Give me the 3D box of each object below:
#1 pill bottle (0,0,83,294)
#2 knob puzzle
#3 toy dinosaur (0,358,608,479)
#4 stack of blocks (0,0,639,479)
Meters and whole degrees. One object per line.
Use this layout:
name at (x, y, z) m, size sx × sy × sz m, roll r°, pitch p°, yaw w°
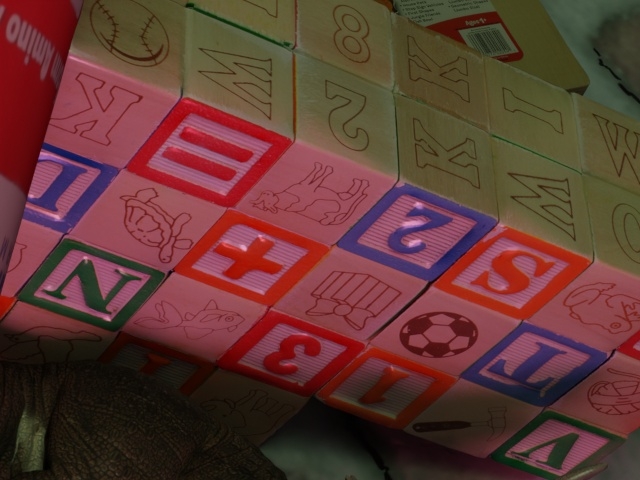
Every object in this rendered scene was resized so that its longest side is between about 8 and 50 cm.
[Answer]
pill bottle at (-0.188, -0.064, 0.551) m, size 0.229 × 0.229 × 0.407 m, roll 15°, pitch 82°, yaw -5°
knob puzzle at (0.012, -0.124, 0.946) m, size 0.213 × 0.030 × 0.213 m, roll 8°, pitch 50°, yaw -10°
toy dinosaur at (-0.059, 0.112, 0.695) m, size 0.314 × 0.121 × 0.160 m, roll 24°, pitch 37°, yaw 9°
stack of blocks at (0.000, 0.000, 0.744) m, size 0.297 × 0.171 × 0.087 m, roll 20°, pitch 47°, yaw -25°
